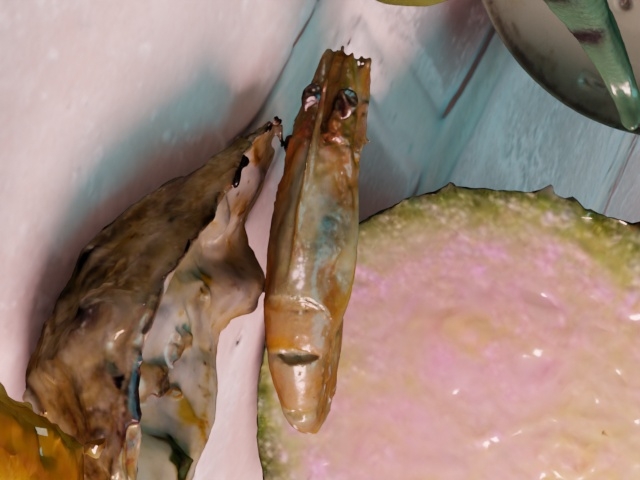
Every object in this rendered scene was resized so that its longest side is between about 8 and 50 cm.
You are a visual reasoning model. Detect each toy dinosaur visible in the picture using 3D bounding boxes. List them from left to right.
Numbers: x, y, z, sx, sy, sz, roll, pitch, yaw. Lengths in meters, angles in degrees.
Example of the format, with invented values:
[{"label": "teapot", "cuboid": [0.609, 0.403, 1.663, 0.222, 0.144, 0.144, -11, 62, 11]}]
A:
[{"label": "toy dinosaur", "cuboid": [0.138, -0.187, 0.991, 0.120, 0.079, 0.292, -56, 145, -14]}]

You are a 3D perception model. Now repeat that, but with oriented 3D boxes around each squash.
[{"label": "squash", "cuboid": [0.139, 0.099, 1.241, 0.309, 0.310, 0.310, -28, 132, -75]}]

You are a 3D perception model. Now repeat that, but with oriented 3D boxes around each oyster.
[{"label": "oyster", "cuboid": [-0.082, 0.055, 0.985, 0.294, 0.094, 0.166, -67, 152, -44]}]

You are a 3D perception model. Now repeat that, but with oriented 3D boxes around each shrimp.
[{"label": "shrimp", "cuboid": [-0.002, 0.000, 1.050, 0.115, 0.051, 0.217, -68, 162, -84]}]

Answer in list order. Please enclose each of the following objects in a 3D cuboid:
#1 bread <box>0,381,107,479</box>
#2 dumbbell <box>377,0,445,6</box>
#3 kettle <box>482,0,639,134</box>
[{"label": "bread", "cuboid": [-0.196, 0.109, 0.714, 0.194, 0.179, 0.340, -65, 151, -12]}, {"label": "dumbbell", "cuboid": [0.074, -0.278, 1.014, 0.108, 0.121, 0.302, 25, 86, -32]}, {"label": "kettle", "cuboid": [0.264, -0.268, 1.254, 0.342, 0.247, 0.319, -39, 113, -55]}]
